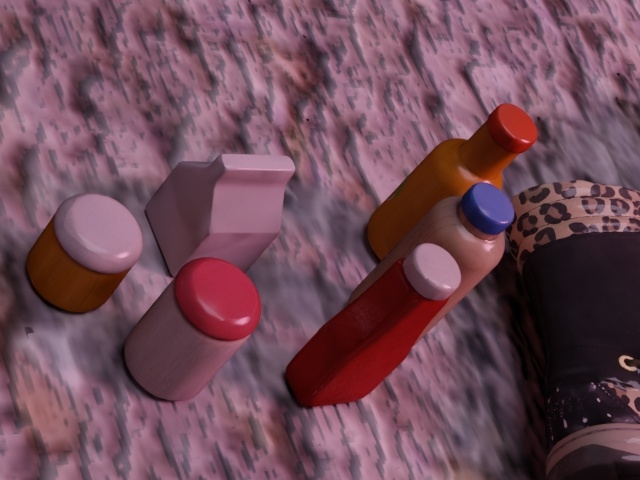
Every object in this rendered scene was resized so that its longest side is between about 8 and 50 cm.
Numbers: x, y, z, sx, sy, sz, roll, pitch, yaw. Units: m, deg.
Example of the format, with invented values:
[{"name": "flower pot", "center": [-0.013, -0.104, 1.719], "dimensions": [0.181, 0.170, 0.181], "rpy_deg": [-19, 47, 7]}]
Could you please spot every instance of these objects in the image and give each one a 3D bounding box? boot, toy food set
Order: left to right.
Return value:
[{"name": "toy food set", "center": [0.000, 0.000, 0.708], "dimensions": [0.232, 0.104, 0.111], "rpy_deg": [0, 55, -39]}, {"name": "boot", "center": [0.204, 0.064, 0.825], "dimensions": [0.236, 0.085, 0.178], "rpy_deg": [11, 49, -25]}]
